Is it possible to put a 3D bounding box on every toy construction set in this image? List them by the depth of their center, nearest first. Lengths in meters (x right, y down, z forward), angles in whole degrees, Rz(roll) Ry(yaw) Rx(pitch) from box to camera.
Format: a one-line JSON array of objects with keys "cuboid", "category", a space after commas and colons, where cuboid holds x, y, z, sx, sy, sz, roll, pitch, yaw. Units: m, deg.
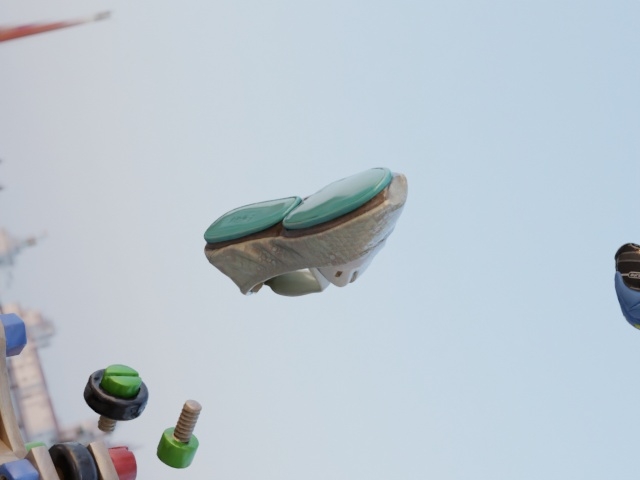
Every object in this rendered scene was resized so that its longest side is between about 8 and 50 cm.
[{"cuboid": [-0.304, 0.229, 1.212, 0.257, 0.309, 0.237, 29, -66, 15], "category": "toy construction set"}]

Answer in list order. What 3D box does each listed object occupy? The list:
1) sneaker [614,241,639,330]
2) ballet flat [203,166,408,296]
[{"cuboid": [0.297, 0.014, 1.011, 0.067, 0.188, 0.078, 112, -34, -63], "category": "sneaker"}, {"cuboid": [0.000, 0.000, 0.714, 0.052, 0.057, 0.168, 56, -29, -15], "category": "ballet flat"}]
